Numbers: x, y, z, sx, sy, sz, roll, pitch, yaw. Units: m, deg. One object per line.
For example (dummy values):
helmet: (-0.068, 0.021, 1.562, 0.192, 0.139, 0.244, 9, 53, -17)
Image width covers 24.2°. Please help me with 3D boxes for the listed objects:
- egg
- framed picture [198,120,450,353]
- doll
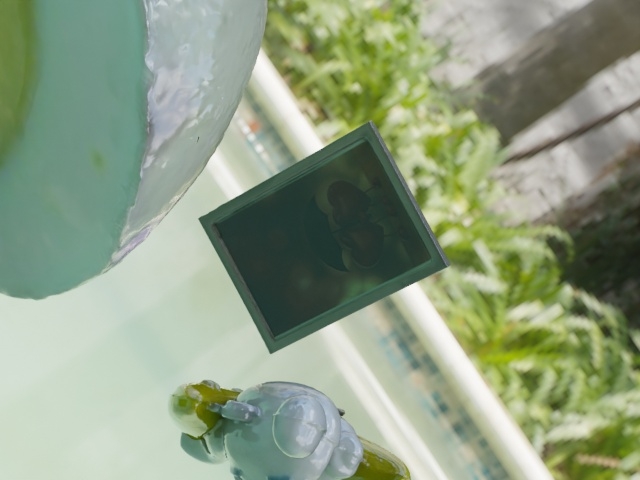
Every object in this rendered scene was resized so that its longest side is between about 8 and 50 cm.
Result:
egg: (-0.142, -0.150, 0.872, 0.201, 0.337, 0.337, -26, 79, -41)
framed picture: (0.000, 0.000, 1.956, 0.211, 0.289, 0.020, 62, 27, -1)
doll: (-0.039, 0.191, 1.424, 0.252, 0.111, 0.237, 7, -22, 45)
